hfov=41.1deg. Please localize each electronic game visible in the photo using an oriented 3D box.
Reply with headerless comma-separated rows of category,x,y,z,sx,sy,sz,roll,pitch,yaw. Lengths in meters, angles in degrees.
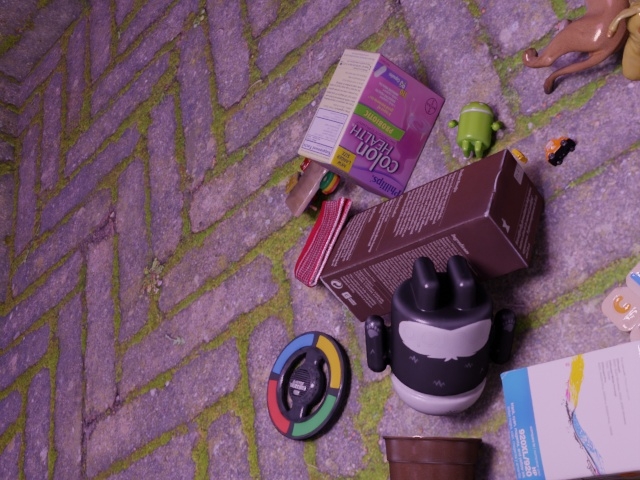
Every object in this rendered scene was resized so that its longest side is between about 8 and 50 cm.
electronic game,-0.031,0.301,1.780,0.229,0.048,0.229,-23,55,38

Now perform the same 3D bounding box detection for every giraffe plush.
giraffe plush,0.574,-0.327,1.327,0.170,0.210,0.181,37,97,42

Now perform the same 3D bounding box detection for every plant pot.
plant pot,0.185,0.410,1.417,0.167,0.167,0.165,-12,71,44

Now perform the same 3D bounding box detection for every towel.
towel,0.000,0.000,1.810,0.275,0.031,0.199,-170,104,-83

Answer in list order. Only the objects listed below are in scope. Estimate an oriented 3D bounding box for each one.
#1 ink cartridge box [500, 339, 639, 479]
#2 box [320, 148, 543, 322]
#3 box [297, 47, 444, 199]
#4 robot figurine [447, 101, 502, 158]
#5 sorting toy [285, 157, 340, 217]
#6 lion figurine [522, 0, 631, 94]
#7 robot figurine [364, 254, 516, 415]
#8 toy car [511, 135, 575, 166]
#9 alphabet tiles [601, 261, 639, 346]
ink cartridge box,0.409,0.251,1.205,0.232,0.171,0.168,-25,61,44
box,0.201,-0.002,1.568,0.381,0.143,0.191,-24,27,40
box,0.108,-0.238,1.773,0.117,0.213,0.243,25,90,51
robot figurine,0.302,-0.220,1.667,0.101,0.067,0.115,4,72,20
sorting toy,-0.019,-0.118,1.960,0.132,0.046,0.274,-56,20,7
lion figurine,0.495,-0.441,1.476,0.240,0.142,0.392,25,115,56
robot figurine,0.202,0.162,1.445,0.209,0.173,0.278,18,125,31
toy car,0.393,-0.167,1.510,0.040,0.122,0.060,56,131,41
alphabet tiles,0.556,0.128,1.251,0.284,0.021,0.278,-52,44,16
